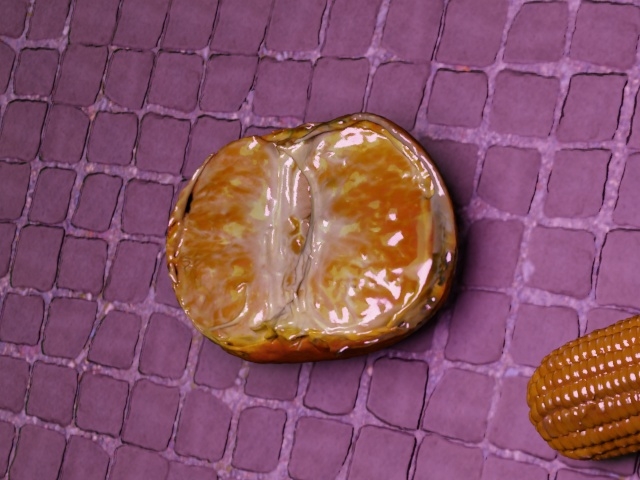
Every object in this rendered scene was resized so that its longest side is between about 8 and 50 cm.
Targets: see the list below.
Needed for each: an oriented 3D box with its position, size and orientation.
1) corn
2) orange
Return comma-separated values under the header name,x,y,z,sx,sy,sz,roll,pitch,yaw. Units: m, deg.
name,x,y,z,sx,sy,sz,roll,pitch,yaw
corn,0.351,0.112,1.591,0.344,0.131,0.131,-27,63,40
orange,0.004,0.000,1.847,0.334,0.196,0.262,-16,83,35
